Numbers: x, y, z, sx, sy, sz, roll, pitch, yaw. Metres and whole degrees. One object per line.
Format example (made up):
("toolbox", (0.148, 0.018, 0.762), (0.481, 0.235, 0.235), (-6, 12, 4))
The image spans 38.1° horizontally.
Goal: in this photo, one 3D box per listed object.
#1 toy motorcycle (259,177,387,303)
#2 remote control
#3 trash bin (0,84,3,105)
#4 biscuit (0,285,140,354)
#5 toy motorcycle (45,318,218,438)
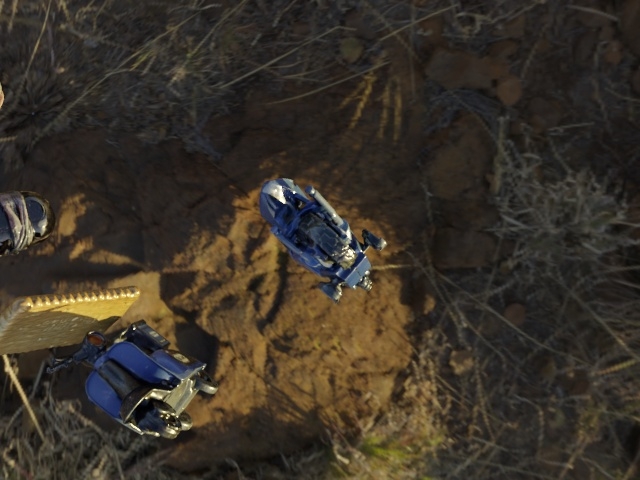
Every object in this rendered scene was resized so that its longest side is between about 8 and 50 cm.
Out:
("toy motorcycle", (0.000, 0.000, 0.904), (0.114, 0.205, 0.076), (40, 87, 15))
("remote control", (-0.457, -0.009, 1.169), (0.266, 0.066, 0.090), (-18, 95, -34))
("trash bin", (-0.457, -0.105, 1.005), (0.161, 0.239, 0.184), (25, 50, -20))
("biscuit", (-0.424, 0.128, 1.509), (0.250, 0.160, 0.030), (-4, 57, -52))
("toy motorcycle", (-0.287, 0.222, 1.481), (0.213, 0.358, 0.125), (36, 90, 3))
